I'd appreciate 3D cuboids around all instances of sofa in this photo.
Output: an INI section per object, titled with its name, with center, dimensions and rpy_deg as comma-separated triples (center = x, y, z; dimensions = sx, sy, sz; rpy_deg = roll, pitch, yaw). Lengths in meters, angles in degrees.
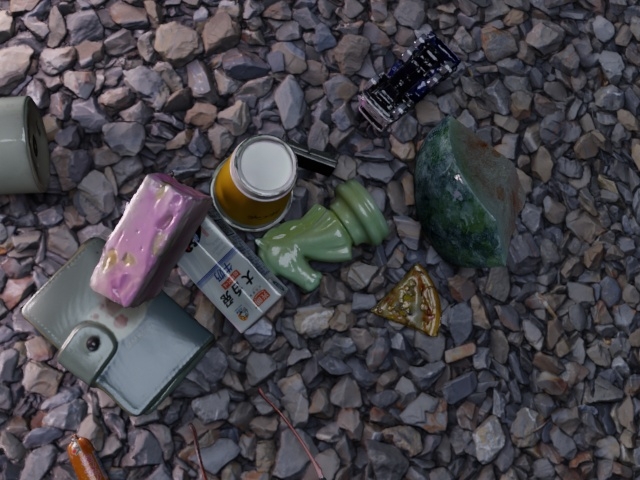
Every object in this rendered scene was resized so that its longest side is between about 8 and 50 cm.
[sofa]
center = -0.028, -0.214, 1.486
dimensions = 0.147, 0.085, 0.060
rpy_deg = 19, 76, -6

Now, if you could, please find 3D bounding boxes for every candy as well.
[candy]
center = -0.339, -0.004, 1.226
dimensions = 0.115, 0.155, 0.265
rpy_deg = 33, 98, 1

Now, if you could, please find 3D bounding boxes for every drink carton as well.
[drink carton]
center = -0.225, 0.046, 1.346
dimensions = 0.130, 0.106, 0.315
rpy_deg = -43, 87, 9

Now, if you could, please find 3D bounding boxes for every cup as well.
[cup]
center = -0.139, -0.128, 1.343
dimensions = 0.196, 0.279, 0.197
rpy_deg = 2, 81, -14

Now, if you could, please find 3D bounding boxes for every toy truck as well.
[toy truck]
center = 0.215, -0.390, 1.551
dimensions = 0.268, 0.155, 0.124
rpy_deg = -42, 87, -16

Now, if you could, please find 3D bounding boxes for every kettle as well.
[kettle]
center = -0.753, -0.213, 1.271
dimensions = 0.317, 0.205, 0.265
rpy_deg = -8, 80, -11

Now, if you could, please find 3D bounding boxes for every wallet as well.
[wallet]
center = -0.434, 0.185, 1.301
dimensions = 0.360, 0.083, 0.252
rpy_deg = 40, 66, 1

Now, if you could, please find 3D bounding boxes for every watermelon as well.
[watermelon]
center = 0.384, -0.105, 1.491
dimensions = 0.258, 0.228, 0.388
rpy_deg = -10, 69, -23

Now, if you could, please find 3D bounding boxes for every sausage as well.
[sausage]
center = -0.420, 0.547, 1.222
dimensions = 0.053, 0.053, 0.348
rpy_deg = -26, 83, -17

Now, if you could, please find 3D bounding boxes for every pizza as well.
[pizza]
center = 0.206, 0.142, 1.471
dimensions = 0.175, 0.036, 0.185
rpy_deg = 1, 75, -12

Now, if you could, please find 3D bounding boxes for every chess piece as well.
[chess piece]
center = 0.000, 0.000, 1.418
dimensions = 0.298, 0.176, 0.176
rpy_deg = -33, 84, -5

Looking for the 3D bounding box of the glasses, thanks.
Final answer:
[glasses]
center = -0.138, 0.479, 1.312
dimensions = 0.234, 0.118, 0.268
rpy_deg = -25, 62, -15
